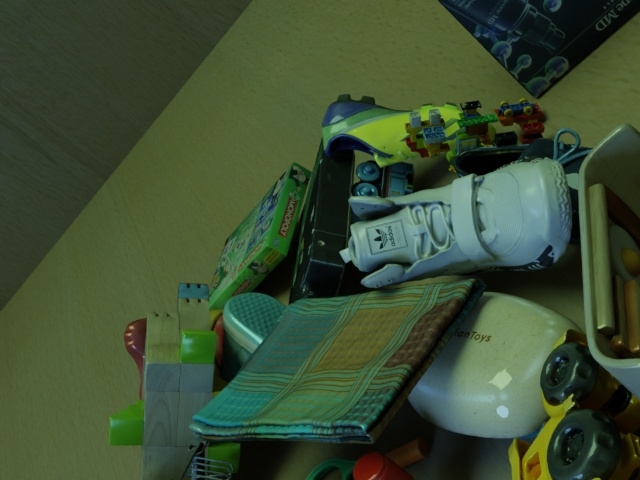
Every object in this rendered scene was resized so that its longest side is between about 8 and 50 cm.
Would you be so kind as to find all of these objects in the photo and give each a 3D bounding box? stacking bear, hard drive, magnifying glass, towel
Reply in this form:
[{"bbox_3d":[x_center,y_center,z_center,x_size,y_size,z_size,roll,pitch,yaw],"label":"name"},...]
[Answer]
[{"bbox_3d":[-0.180,0.193,1.646,0.289,0.175,0.164,-16,0,33],"label":"stacking bear"},{"bbox_3d":[0.000,0.000,1.578,0.339,0.064,0.237,-85,9,-47],"label":"hard drive"},{"bbox_3d":[0.053,0.321,1.264,0.231,0.026,0.092,-32,33,32],"label":"magnifying glass"},{"bbox_3d":[0.010,0.152,1.183,0.370,0.040,0.271,-14,28,51],"label":"towel"}]

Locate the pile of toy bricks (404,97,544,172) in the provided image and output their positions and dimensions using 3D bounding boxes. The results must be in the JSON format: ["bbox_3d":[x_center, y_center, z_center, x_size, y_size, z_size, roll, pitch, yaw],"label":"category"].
[{"bbox_3d":[0.245,-0.146,1.447,0.212,0.105,0.118,-8,41,-3],"label":"pile of toy bricks"}]

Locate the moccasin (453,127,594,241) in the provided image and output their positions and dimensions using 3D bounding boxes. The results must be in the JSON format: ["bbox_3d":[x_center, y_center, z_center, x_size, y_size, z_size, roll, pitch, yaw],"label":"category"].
[{"bbox_3d":[0.300,-0.073,1.257,0.342,0.117,0.138,-1,56,57],"label":"moccasin"}]

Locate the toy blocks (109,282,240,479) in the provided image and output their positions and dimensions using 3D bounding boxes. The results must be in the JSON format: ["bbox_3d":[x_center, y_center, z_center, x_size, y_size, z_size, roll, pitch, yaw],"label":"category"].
[{"bbox_3d":[-0.230,0.244,1.462,0.261,0.190,0.381,-110,25,-63],"label":"toy blocks"}]

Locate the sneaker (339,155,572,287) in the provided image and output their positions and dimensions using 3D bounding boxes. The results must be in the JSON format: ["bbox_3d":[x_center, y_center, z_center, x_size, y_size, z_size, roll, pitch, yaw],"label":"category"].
[{"bbox_3d":[0.159,-0.011,1.184,0.366,0.210,0.137,150,112,-73],"label":"sneaker"}]

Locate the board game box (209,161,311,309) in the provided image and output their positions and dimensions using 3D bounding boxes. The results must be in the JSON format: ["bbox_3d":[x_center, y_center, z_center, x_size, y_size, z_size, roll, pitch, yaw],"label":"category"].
[{"bbox_3d":[-0.131,0.014,1.818,0.317,0.046,0.214,-44,24,48],"label":"board game box"}]

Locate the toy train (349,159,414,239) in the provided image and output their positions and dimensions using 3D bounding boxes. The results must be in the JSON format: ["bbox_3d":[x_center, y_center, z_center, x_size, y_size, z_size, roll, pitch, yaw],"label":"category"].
[{"bbox_3d":[0.103,-0.058,1.559,0.080,0.105,0.184,102,176,-54],"label":"toy train"}]

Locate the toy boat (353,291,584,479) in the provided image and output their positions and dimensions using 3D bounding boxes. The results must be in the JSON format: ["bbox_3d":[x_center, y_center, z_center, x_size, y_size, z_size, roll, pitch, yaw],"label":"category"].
[{"bbox_3d":[0.170,0.208,1.119,0.318,0.148,0.267,-51,31,-15],"label":"toy boat"}]

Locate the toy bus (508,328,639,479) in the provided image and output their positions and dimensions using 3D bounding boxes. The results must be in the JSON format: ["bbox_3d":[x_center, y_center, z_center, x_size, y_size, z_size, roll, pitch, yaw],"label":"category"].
[{"bbox_3d":[0.261,0.235,0.943,0.211,0.149,0.220,-54,20,34],"label":"toy bus"}]

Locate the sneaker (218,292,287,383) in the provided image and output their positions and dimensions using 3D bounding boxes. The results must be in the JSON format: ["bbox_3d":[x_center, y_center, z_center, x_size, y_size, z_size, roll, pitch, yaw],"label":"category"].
[{"bbox_3d":[-0.046,0.244,1.433,0.319,0.127,0.208,42,132,38],"label":"sneaker"}]

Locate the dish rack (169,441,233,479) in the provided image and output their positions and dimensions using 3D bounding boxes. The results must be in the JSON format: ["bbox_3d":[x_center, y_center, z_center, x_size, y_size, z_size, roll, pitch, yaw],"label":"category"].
[{"bbox_3d":[-0.146,0.370,1.143,0.271,0.074,0.208,-76,-10,-86],"label":"dish rack"}]

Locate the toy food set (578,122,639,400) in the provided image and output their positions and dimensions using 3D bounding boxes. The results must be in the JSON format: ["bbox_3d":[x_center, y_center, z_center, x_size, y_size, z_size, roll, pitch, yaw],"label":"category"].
[{"bbox_3d":[0.355,0.055,0.902,0.092,0.219,0.306,-30,34,36],"label":"toy food set"}]

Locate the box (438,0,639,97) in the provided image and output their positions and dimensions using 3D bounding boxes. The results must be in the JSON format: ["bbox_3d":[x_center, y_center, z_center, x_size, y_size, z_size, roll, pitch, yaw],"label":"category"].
[{"bbox_3d":[0.300,-0.477,1.445,0.293,0.395,0.212,-43,29,19],"label":"box"}]

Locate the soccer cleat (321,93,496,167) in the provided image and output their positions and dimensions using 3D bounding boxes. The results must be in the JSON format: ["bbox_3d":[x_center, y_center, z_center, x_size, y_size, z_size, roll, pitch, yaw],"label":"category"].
[{"bbox_3d":[0.143,-0.167,1.537,0.289,0.093,0.121,7,69,11],"label":"soccer cleat"}]
